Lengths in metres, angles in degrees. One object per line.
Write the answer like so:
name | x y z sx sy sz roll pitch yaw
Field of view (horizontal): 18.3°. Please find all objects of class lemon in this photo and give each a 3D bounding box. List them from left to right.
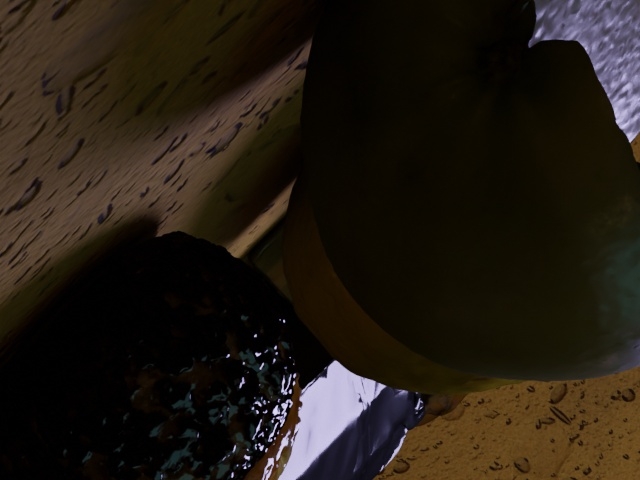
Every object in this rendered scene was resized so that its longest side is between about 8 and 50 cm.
lemon | 0.106 -0.003 1.631 0.285 0.285 0.316 -41 151 -42

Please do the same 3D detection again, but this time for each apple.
apple | 0.101 -0.069 1.197 0.258 0.233 0.295 52 43 -64

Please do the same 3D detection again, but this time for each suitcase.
suitcase | -0.075 0.210 1.994 0.434 0.194 0.283 -42 147 -34

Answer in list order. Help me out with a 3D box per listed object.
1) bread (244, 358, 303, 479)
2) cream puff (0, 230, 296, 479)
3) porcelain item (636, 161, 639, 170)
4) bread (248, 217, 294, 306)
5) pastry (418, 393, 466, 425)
bread | -0.125 0.177 1.721 0.250 0.179 0.133 -49 178 -13
cream puff | -0.118 0.113 1.331 0.239 0.165 0.239 -47 173 -7
porcelain item | 0.204 -0.018 1.938 0.281 0.286 0.157 178 -75 -83
bread | 0.004 -0.004 1.907 0.139 0.074 0.084 -47 174 -3
pastry | 0.140 0.027 2.279 0.409 0.245 0.409 -47 176 -4
